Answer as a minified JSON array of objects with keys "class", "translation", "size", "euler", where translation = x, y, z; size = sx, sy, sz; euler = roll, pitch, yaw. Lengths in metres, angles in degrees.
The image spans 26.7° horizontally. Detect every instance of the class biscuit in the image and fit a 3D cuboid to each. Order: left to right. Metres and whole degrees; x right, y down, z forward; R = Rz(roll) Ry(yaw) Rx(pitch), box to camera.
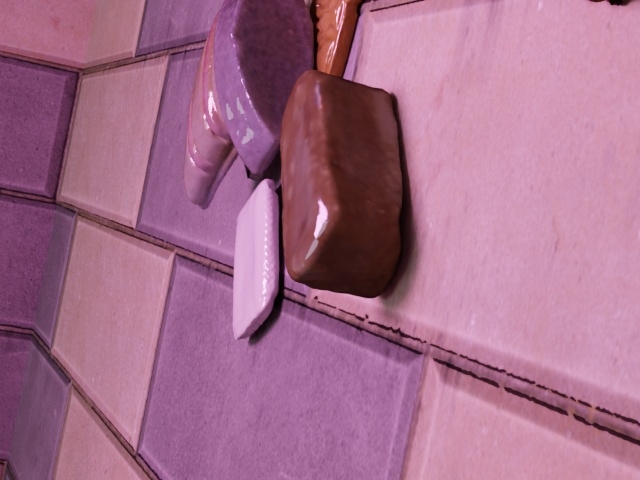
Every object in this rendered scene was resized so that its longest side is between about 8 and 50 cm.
[{"class":"biscuit","translation":[0.020,-0.291,1.558],"size":[0.162,0.035,0.250],"euler":[149,127,-70]}]

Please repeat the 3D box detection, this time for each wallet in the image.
[{"class":"wallet","translation":[-0.078,0.024,1.656],"size":[0.124,0.031,0.183],"euler":[131,142,-55]}]

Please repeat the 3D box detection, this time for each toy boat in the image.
[{"class":"toy boat","translation":[-0.103,-0.196,1.622],"size":[0.293,0.111,0.276],"euler":[-14,68,62]}]

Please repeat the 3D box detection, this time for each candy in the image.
[{"class":"candy","translation":[0.020,-0.058,1.321],"size":[0.102,0.104,0.234],"euler":[-52,33,43]}]

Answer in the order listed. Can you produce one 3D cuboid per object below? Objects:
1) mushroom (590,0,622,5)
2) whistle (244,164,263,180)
[{"class":"mushroom","translation":[0.160,-0.260,0.967],"size":[0.285,0.151,0.156],"euler":[-155,75,-70]},{"class":"whistle","translation":[-0.090,-0.183,1.743],"size":[0.114,0.077,0.236],"euler":[110,155,-55]}]
